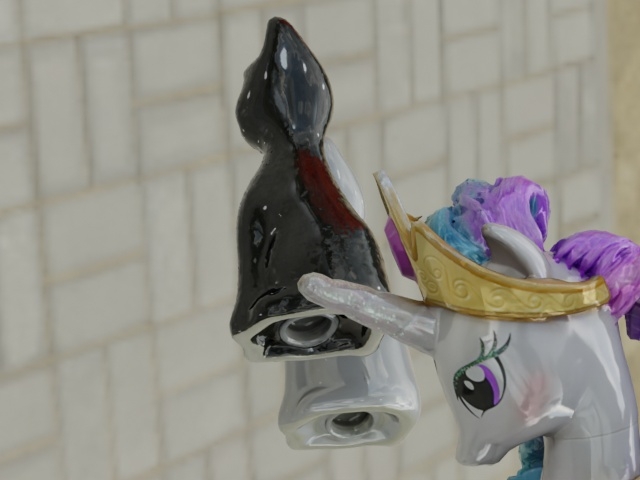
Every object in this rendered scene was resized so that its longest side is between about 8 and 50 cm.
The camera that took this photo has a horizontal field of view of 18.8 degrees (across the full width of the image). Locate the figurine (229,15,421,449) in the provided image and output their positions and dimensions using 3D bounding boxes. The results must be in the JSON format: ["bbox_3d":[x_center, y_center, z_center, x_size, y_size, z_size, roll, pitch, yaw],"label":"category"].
[{"bbox_3d":[0.000,0.000,1.198,0.215,0.092,0.209,70,12,-59],"label":"figurine"}]

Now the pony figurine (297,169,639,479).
[{"bbox_3d":[0.190,0.125,0.766,0.303,0.351,0.363,-113,-167,-86],"label":"pony figurine"}]
